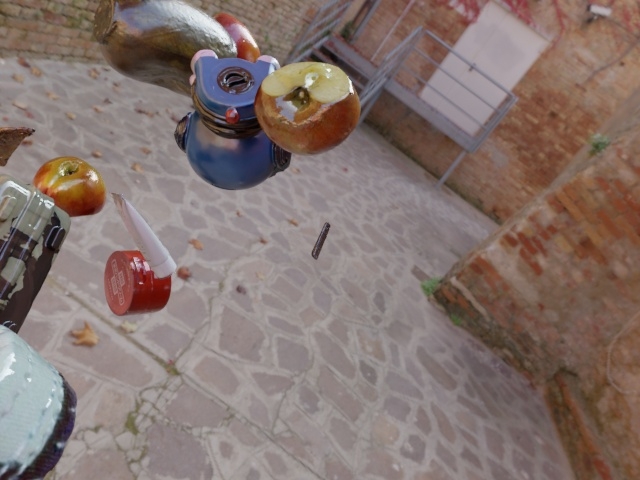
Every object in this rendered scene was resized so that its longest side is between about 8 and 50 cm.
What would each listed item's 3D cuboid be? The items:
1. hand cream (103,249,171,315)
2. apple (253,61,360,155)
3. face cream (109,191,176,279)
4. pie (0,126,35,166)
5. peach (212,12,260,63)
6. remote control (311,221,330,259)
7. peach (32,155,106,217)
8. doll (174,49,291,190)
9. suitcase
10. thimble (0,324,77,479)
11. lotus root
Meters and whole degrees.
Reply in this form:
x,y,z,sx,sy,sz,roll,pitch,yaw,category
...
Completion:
x,y,z,sx,sy,sz,roll,pitch,yaw,category
-0.529,0.121,1.494,0.125,0.193,0.193,-1,42,-48,hand cream
-0.023,-0.240,0.967,0.194,0.160,0.173,4,29,7,apple
-0.434,-0.013,1.263,0.092,0.058,0.244,13,-44,50,face cream
-0.830,-0.258,1.348,0.088,0.191,0.033,13,54,-52,pie
-0.287,-0.582,1.613,0.226,0.196,0.190,53,24,-19,peach
0.000,0.000,1.269,0.014,0.096,0.039,20,-11,19,remote control
-0.679,-0.127,1.398,0.190,0.193,0.190,9,47,-10,peach
-0.200,-0.257,1.202,0.283,0.310,0.240,13,59,-3,doll
-0.664,0.060,0.942,0.194,0.338,0.352,44,50,-44,suitcase
-0.413,0.212,0.587,0.237,0.237,0.150,-109,176,-57,thimble
-0.391,-0.496,1.293,0.250,0.251,0.346,47,23,27,lotus root
